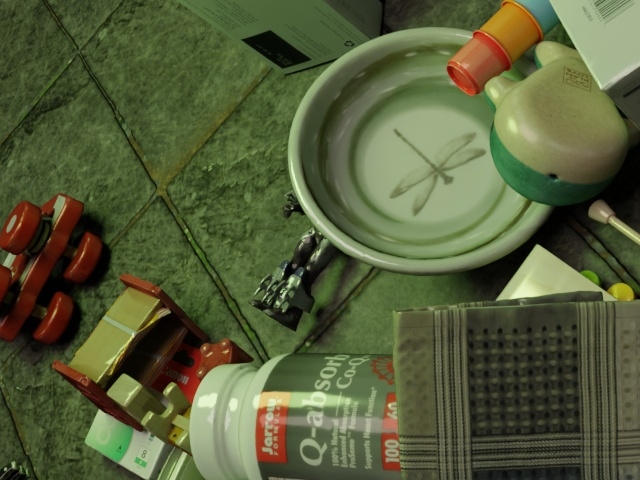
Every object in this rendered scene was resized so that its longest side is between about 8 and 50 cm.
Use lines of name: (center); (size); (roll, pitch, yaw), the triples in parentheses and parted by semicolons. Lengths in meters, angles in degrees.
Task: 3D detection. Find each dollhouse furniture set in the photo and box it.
dollhouse furniture set: (-0.227, 0.211, 1.811); (0.374, 0.152, 0.201); (19, 66, 44)

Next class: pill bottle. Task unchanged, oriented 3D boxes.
pill bottle: (0.021, 0.255, 1.551); (0.363, 0.210, 0.210); (-3, 68, 28)

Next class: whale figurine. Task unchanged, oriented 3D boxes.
whale figurine: (0.315, -0.155, 1.547); (0.272, 0.216, 0.141); (-73, 1, -46)

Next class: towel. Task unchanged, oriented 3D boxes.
towel: (0.245, 0.222, 1.358); (0.312, 0.056, 0.324); (-2, 96, 5)

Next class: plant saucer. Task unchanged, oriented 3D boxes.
plant saucer: (0.156, -0.118, 1.664); (0.400, 0.100, 0.400); (-3, 64, 6)

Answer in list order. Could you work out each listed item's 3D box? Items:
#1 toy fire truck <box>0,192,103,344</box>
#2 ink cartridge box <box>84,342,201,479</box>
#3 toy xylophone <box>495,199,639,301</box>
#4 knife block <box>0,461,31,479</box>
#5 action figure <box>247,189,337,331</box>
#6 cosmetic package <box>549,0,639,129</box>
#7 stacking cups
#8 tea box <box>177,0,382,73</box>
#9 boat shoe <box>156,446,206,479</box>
toy fire truck: (-0.556, 0.047, 2.206); (0.254, 0.169, 0.302); (16, 80, 61)
ink cartridge box: (-0.282, 0.271, 1.937); (0.181, 0.056, 0.224); (17, 83, 42)
toy xylophone: (0.359, 0.098, 1.469); (0.236, 0.081, 0.322); (-49, 48, 11)
knife block: (-0.601, 0.504, 1.969); (0.088, 0.276, 0.242); (38, 125, 43)
action figure: (0.000, 0.000, 1.802); (0.185, 0.099, 0.285); (25, 83, 52)
cosmetic package: (0.418, -0.257, 1.488); (0.138, 0.225, 0.224); (-34, 53, 20)
stacking cups: (0.309, -0.328, 1.647); (0.316, 0.096, 0.096); (-44, 47, -5)
tea box: (-0.068, -0.507, 1.930); (0.220, 0.329, 0.323); (-12, 64, 36)
boat shoe: (-0.248, 0.443, 1.789); (0.091, 0.109, 0.305); (11, 81, 37)
